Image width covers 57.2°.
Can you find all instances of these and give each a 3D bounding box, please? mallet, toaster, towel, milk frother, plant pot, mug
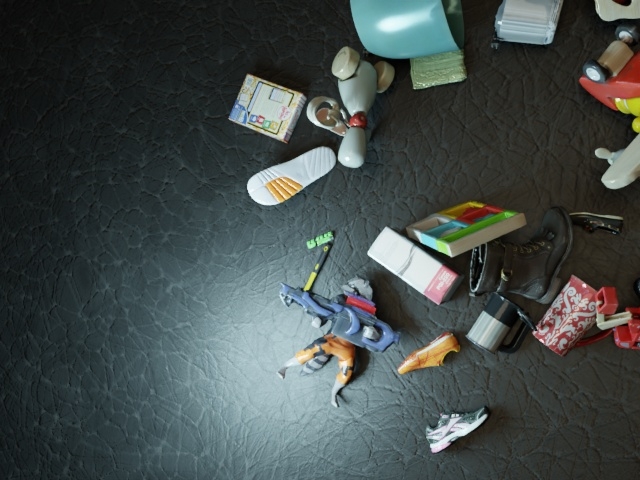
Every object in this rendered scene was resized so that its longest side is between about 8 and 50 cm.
[{"bbox_3d":[-0.027,0.093,1.644,0.062,0.039,0.190,18,86,22],"label":"mallet"},{"bbox_3d":[0.524,-0.584,1.464,0.146,0.129,0.227,15,89,17],"label":"toaster"},{"bbox_3d":[0.315,-0.469,1.578,0.148,0.027,0.110,-6,82,19],"label":"towel"},{"bbox_3d":[0.439,0.212,1.413,0.129,0.143,0.135,32,96,15],"label":"milk frother"},{"bbox_3d":[0.215,-0.601,1.496,0.235,0.293,0.293,-9,82,25],"label":"plant pot"},{"bbox_3d":[0.602,0.191,1.378,0.150,0.113,0.169,39,101,20],"label":"mug"}]

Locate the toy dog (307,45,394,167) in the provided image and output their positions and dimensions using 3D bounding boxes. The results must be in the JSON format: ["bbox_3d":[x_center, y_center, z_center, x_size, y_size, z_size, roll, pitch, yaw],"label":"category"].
[{"bbox_3d":[0.074,-0.354,1.576,0.220,0.161,0.334,38,64,-18],"label":"toy dog"}]

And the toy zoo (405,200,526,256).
[{"bbox_3d":[0.330,-0.038,1.416,0.192,0.293,0.030,-22,105,-8],"label":"toy zoo"}]

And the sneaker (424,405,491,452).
[{"bbox_3d":[0.337,0.456,1.467,0.178,0.072,0.077,-34,65,7],"label":"sneaker"}]

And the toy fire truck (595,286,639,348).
[{"bbox_3d":[0.669,0.177,1.305,0.135,0.192,0.047,2,51,9],"label":"toy fire truck"}]

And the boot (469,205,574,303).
[{"bbox_3d":[0.466,0.022,1.381,0.228,0.091,0.263,14,85,-18],"label":"boot"}]

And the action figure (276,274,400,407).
[{"bbox_3d":[0.013,0.228,1.546,0.341,0.178,0.330,33,91,-6],"label":"action figure"}]

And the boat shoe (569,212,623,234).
[{"bbox_3d":[0.654,-0.041,1.411,0.133,0.049,0.042,8,80,15],"label":"boat shoe"}]

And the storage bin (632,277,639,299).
[{"bbox_3d":[0.821,0.107,1.322,0.180,0.084,0.122,-29,77,13],"label":"storage bin"}]

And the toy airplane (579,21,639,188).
[{"bbox_3d":[0.790,-0.302,1.273,0.386,0.272,0.385,-16,48,30],"label":"toy airplane"}]

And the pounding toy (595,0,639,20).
[{"bbox_3d":[0.710,-0.667,1.400,0.154,0.155,0.270,-18,110,27],"label":"pounding toy"}]

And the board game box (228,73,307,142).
[{"bbox_3d":[-0.156,-0.388,1.722,0.193,0.045,0.147,25,93,19],"label":"board game box"}]

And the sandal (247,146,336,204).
[{"bbox_3d":[-0.077,-0.179,1.669,0.265,0.076,0.102,-26,92,-6],"label":"sandal"}]

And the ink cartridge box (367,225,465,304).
[{"bbox_3d":[0.244,0.062,1.484,0.217,0.158,0.092,34,98,18],"label":"ink cartridge box"}]

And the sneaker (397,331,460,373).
[{"bbox_3d":[0.276,0.303,1.504,0.175,0.064,0.067,-33,85,16],"label":"sneaker"}]

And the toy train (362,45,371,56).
[{"bbox_3d":[0.157,-0.588,1.645,0.036,0.027,0.158,23,92,7],"label":"toy train"}]

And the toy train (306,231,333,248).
[{"bbox_3d":[0.000,0.000,1.650,0.083,0.017,0.024,-23,88,16],"label":"toy train"}]
